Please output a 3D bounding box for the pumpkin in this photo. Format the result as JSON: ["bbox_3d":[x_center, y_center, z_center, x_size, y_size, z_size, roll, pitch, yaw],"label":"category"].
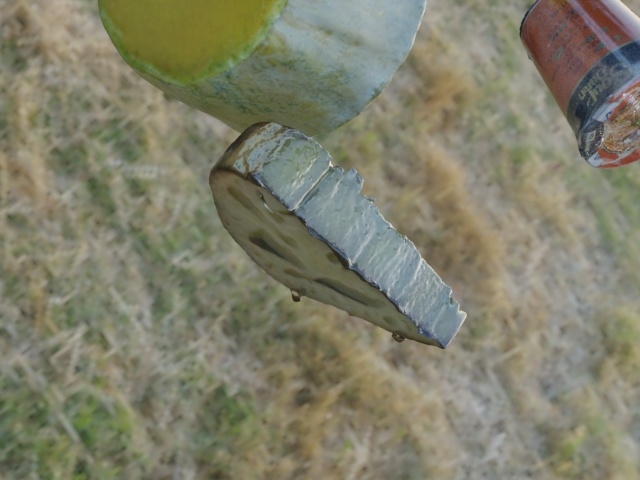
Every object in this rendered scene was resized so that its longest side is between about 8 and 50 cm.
[{"bbox_3d":[-0.079,-0.269,1.603,0.199,0.332,0.332,5,58,-47],"label":"pumpkin"}]

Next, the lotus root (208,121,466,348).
[{"bbox_3d":[0.000,0.000,1.460,0.260,0.170,0.074,47,61,-27],"label":"lotus root"}]

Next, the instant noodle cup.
[{"bbox_3d":[0.241,-0.150,1.347,0.127,0.127,0.135,10,39,-48],"label":"instant noodle cup"}]
